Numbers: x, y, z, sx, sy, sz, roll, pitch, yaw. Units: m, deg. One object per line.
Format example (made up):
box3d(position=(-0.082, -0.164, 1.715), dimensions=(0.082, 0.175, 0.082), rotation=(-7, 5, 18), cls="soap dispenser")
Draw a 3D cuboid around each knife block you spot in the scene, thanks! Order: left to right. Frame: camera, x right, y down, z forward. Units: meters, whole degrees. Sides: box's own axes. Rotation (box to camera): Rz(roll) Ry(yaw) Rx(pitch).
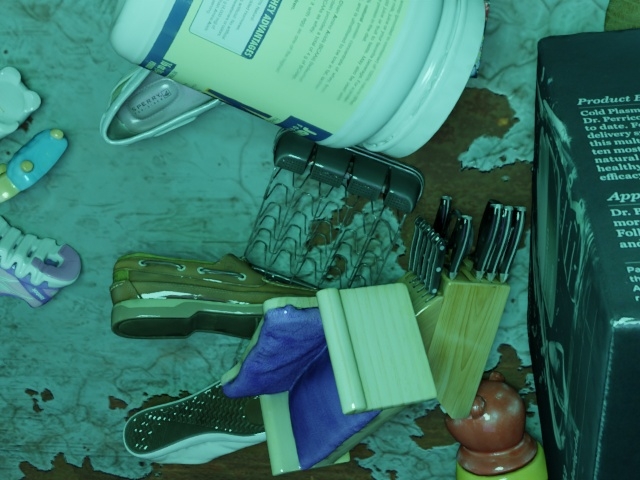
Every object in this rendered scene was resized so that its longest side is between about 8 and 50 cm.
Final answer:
box3d(position=(0.200, 0.077, 1.170), dimensions=(0.242, 0.088, 0.276), rotation=(-36, 121, 2), cls="knife block")

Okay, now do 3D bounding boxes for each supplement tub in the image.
box3d(position=(-0.023, -0.235, 0.882), dimensions=(0.324, 0.235, 0.235), rotation=(21, 120, -20), cls="supplement tub")

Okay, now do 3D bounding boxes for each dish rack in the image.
box3d(position=(0.000, 0.000, 1.180), dimensions=(0.208, 0.074, 0.272), rotation=(20, 121, -3), cls="dish rack")

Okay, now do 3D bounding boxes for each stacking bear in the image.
box3d(position=(0.265, 0.342, 1.291), dimensions=(0.164, 0.175, 0.289), rotation=(-3, 109, 40), cls="stacking bear")

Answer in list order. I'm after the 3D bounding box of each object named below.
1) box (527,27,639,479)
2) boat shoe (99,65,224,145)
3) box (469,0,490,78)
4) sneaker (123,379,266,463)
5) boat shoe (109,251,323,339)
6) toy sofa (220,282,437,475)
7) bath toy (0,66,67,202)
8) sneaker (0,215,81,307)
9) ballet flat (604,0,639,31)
box3d(position=(0.389, 0.092, 0.915), dimensions=(0.297, 0.472, 0.480), rotation=(-1, 128, 9), cls="box")
box3d(position=(-0.132, -0.216, 1.053), dimensions=(0.320, 0.103, 0.118), rotation=(-27, 113, 17), cls="boat shoe")
box3d(position=(0.128, -0.250, 1.047), dimensions=(0.136, 0.027, 0.094), rotation=(6, 119, 4), cls="box")
box3d(position=(-0.150, 0.281, 1.356), dimensions=(0.290, 0.106, 0.123), rotation=(-12, 152, 4), cls="sneaker")
box3d(position=(-0.114, 0.065, 1.124), dimensions=(0.307, 0.105, 0.111), rotation=(5, 152, -20), cls="boat shoe")
box3d(position=(-0.008, 0.194, 1.125), dimensions=(0.177, 0.150, 0.362), rotation=(-5, 156, -20), cls="toy sofa")
box3d(position=(-0.482, -0.211, 1.094), dimensions=(0.129, 0.151, 0.348), rotation=(-5, 125, 51), cls="bath toy")
box3d(position=(-0.467, 0.022, 1.239), dimensions=(0.236, 0.095, 0.104), rotation=(30, 126, -11), cls="sneaker")
box3d(position=(0.433, -0.326, 0.913), dimensions=(0.116, 0.124, 0.342), rotation=(35, 118, -12), cls="ballet flat")
